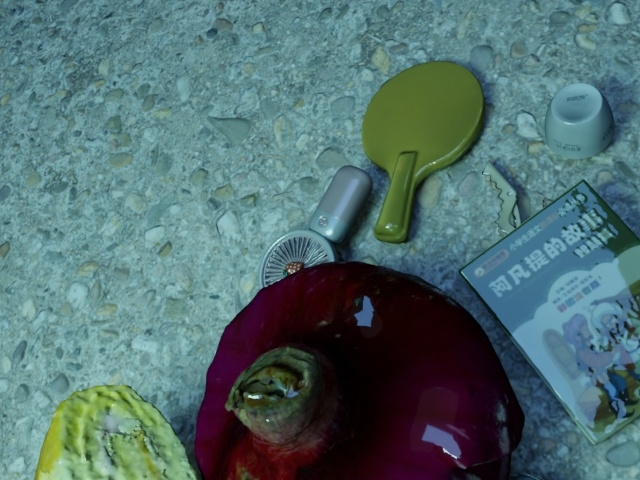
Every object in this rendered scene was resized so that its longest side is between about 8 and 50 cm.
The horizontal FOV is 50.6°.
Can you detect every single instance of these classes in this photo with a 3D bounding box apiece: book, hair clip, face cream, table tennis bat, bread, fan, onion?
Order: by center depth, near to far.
[{"bbox_3d":[0.003,0.200,0.734,0.398,0.420,0.399,-8,73,26],"label":"onion"},{"bbox_3d":[0.331,0.083,0.836,0.202,0.027,0.264,-37,69,6],"label":"book"},{"bbox_3d":[-0.276,0.386,0.843,0.236,0.165,0.376,44,125,39],"label":"bread"},{"bbox_3d":[0.352,-0.162,0.923,0.091,0.095,0.091,-9,66,20],"label":"face cream"},{"bbox_3d":[0.266,-0.016,0.934,0.072,0.034,0.226,-8,63,17],"label":"hair clip"},{"bbox_3d":[0.000,0.000,1.006,0.130,0.074,0.244,26,88,33],"label":"fan"},{"bbox_3d":[0.141,-0.143,1.037,0.198,0.050,0.321,5,67,29],"label":"table tennis bat"}]

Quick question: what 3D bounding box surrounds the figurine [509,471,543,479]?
[{"bbox_3d":[0.240,0.321,0.767,0.082,0.094,0.086,40,56,0],"label":"figurine"}]
